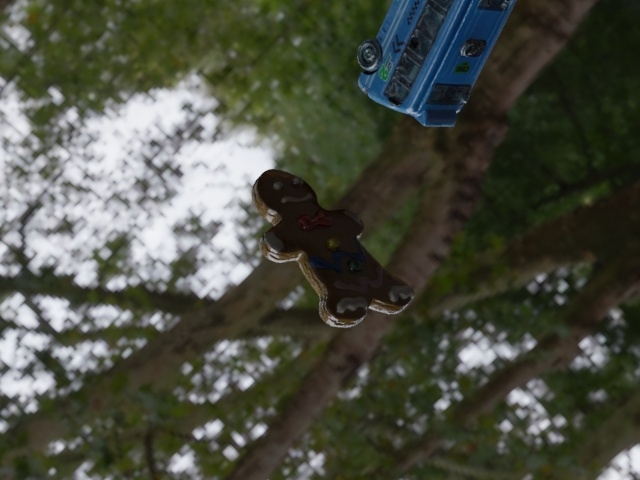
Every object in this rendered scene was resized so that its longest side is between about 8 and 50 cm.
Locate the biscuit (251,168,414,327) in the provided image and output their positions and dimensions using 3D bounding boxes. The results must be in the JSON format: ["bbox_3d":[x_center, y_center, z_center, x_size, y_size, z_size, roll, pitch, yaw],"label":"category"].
[{"bbox_3d":[0.000,0.000,1.436,0.138,0.031,0.205,-13,-125,-41],"label":"biscuit"}]

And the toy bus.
[{"bbox_3d":[0.152,-0.268,1.757,0.113,0.246,0.134,-3,-141,-43],"label":"toy bus"}]
